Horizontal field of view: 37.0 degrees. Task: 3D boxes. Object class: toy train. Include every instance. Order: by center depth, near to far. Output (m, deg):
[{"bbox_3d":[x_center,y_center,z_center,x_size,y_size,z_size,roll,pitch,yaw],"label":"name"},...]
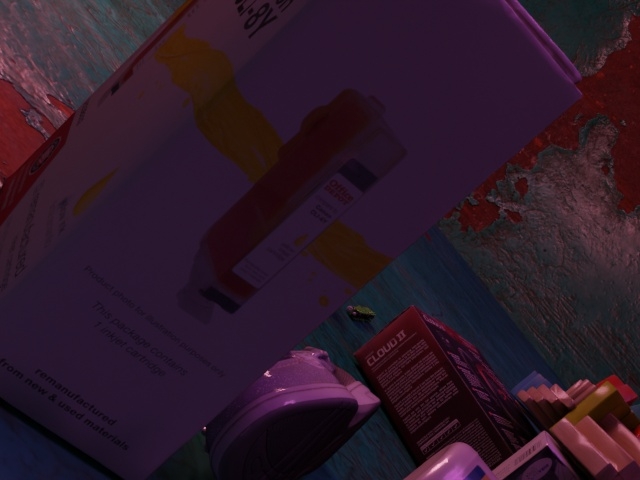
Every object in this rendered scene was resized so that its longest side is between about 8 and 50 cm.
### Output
[{"bbox_3d":[0.060,0.107,1.411,0.023,0.017,0.083,43,9,22],"label":"toy train"}]

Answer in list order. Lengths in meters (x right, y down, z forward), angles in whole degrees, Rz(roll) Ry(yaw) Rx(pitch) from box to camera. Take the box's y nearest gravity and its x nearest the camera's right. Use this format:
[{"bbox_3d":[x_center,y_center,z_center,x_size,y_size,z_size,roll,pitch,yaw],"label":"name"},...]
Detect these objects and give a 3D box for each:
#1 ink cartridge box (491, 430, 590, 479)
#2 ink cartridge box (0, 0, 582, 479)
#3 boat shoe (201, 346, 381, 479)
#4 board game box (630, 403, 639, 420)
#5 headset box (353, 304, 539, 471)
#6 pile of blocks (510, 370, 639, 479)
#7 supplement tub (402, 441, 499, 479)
[{"bbox_3d":[0.280,0.377,0.989,0.333,0.165,0.065,48,10,4],"label":"ink cartridge box"},{"bbox_3d":[-0.053,-0.069,0.671,0.160,0.384,0.279,43,13,-25],"label":"ink cartridge box"},{"bbox_3d":[-0.031,0.134,0.791,0.103,0.118,0.320,45,7,15],"label":"boat shoe"},{"bbox_3d":[0.476,0.385,1.129,0.253,0.336,0.079,14,-21,-11],"label":"board game box"},{"bbox_3d":[0.183,0.227,1.242,0.218,0.110,0.293,33,19,-52],"label":"headset box"},{"bbox_3d":[0.311,0.194,1.108,0.149,0.112,0.362,50,0,-6],"label":"pile of blocks"},{"bbox_3d":[0.125,0.284,0.782,0.200,0.144,0.144,51,12,11],"label":"supplement tub"}]
